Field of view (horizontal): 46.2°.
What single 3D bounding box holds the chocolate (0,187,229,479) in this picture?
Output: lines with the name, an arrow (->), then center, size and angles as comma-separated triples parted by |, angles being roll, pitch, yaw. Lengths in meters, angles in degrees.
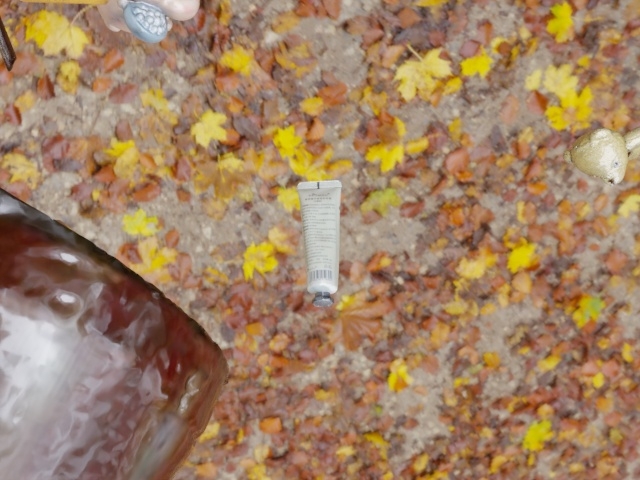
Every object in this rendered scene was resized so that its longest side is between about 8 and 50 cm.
chocolate -> -0.304, 0.169, 0.660 | 0.383, 0.384, 0.331 | 43, 65, -30

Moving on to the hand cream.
hand cream -> 0.000, 0.000, 1.293 | 0.080, 0.234, 0.050 | -3, 155, 3

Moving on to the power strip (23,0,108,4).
power strip -> -0.381, -0.366, 1.068 | 0.178, 0.028, 0.049 | -11, 78, -35

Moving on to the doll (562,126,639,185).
doll -> 0.259, -0.083, 0.656 | 0.051, 0.093, 0.061 | 53, 141, 4

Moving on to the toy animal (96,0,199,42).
toy animal -> -0.370, -0.547, 1.615 | 0.210, 0.221, 0.229 | 13, 101, -35

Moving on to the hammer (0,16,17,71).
hammer -> -0.409, -0.294, 0.938 | 0.065, 0.021, 0.178 | -41, 143, -34
